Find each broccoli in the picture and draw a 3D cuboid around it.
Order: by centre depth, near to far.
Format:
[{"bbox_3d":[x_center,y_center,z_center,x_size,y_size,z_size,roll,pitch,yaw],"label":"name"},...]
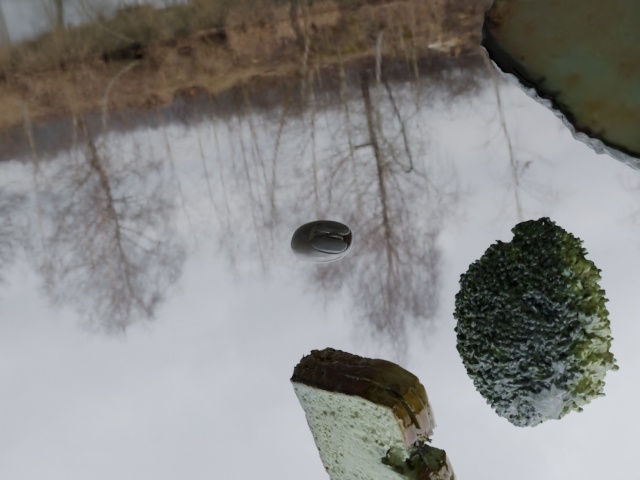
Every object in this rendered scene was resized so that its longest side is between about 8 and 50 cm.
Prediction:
[{"bbox_3d":[0.245,0.098,0.890,0.176,0.227,0.197,30,165,-38],"label":"broccoli"}]

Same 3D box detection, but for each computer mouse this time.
[{"bbox_3d":[-0.002,-0.001,1.120,0.096,0.066,0.039,-4,149,30],"label":"computer mouse"}]

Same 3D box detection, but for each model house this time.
[{"bbox_3d":[0.599,-0.354,1.485,0.445,0.395,0.400,39,-166,29],"label":"model house"}]

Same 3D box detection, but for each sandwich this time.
[{"bbox_3d":[0.089,0.317,1.245,0.248,0.273,0.095,4,-149,47],"label":"sandwich"}]
